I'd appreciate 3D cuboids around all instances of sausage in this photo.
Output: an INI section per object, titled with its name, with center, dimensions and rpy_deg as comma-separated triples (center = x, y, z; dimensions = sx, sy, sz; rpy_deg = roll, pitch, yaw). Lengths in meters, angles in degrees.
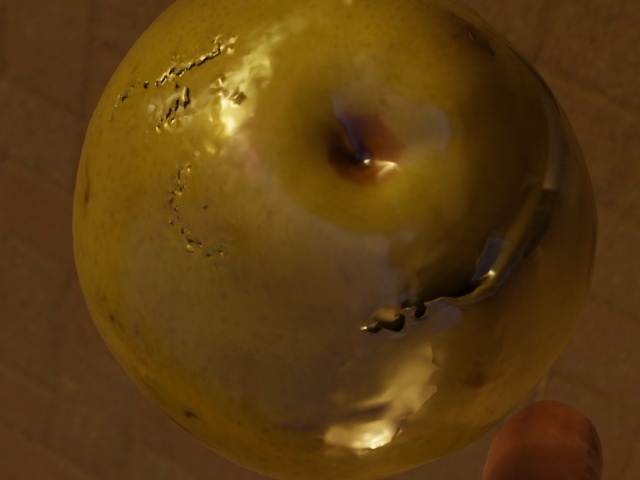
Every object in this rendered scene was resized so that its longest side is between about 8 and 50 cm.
[sausage]
center = 0.142, 0.209, 1.146
dimensions = 0.094, 0.419, 0.094
rpy_deg = 4, 105, 8

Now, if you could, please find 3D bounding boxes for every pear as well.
[pear]
center = 0.004, -0.013, 0.950
dimensions = 0.285, 0.336, 0.285
rpy_deg = -1, 98, -4
